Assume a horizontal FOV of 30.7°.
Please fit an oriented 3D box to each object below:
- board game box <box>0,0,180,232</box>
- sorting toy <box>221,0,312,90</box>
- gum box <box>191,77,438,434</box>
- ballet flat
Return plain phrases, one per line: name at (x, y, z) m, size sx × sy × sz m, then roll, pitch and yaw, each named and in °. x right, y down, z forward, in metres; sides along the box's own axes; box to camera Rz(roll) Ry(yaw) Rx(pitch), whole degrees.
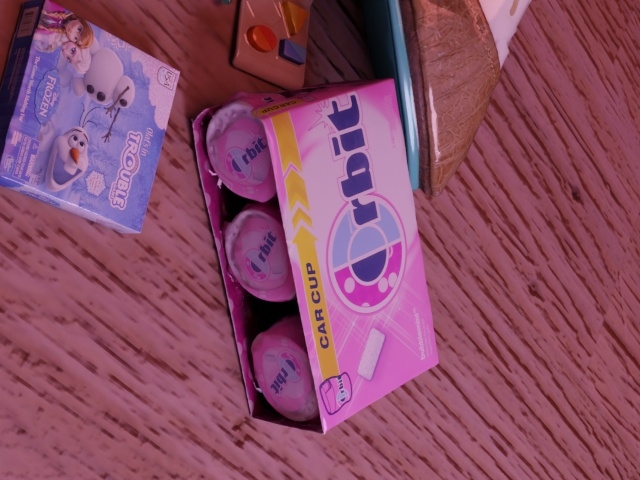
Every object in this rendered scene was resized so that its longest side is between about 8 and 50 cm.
board game box at (-0.116, -0.059, 0.575) m, size 0.090 × 0.020 × 0.090 m, roll 25°, pitch 72°, yaw -47°
sorting toy at (-0.034, -0.127, 0.672) m, size 0.083 × 0.012 × 0.062 m, roll 17°, pitch 78°, yaw -47°
gum box at (0.000, 0.000, 0.669) m, size 0.107 × 0.062 × 0.188 m, roll -23°, pitch 108°, yaw -44°
ballet flat at (0.064, -0.198, 0.689) m, size 0.124 × 0.116 × 0.342 m, roll -19°, pitch 104°, yaw -3°
